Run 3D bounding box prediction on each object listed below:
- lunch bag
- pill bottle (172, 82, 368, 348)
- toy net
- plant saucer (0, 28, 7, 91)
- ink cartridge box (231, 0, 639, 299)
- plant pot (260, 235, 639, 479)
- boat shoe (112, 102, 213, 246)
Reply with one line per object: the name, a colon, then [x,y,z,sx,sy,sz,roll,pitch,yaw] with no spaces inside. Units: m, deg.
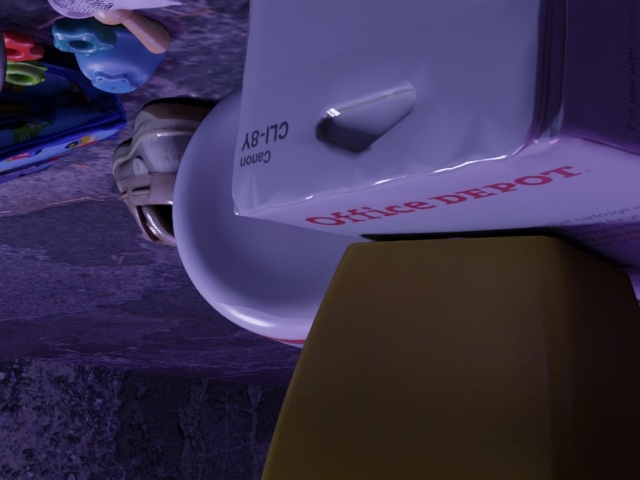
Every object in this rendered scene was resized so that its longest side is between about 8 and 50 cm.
lunch bag: [-0.303,-0.089,1.017,0.293,0.138,0.221,-7,176,-27]
pill bottle: [0.046,0.001,1.092,0.210,0.210,0.363,-2,168,22]
toy net: [-0.152,-0.149,0.828,0.122,0.045,0.232,7,166,-11]
plant saucer: [-0.363,-0.153,0.670,0.400,0.101,0.400,2,163,1]
ink cartridge box: [0.179,-0.075,0.805,0.384,0.161,0.279,11,167,-36]
plant pot: [0.103,0.101,0.822,0.212,0.187,0.212,-2,169,32]
boat shoe: [-0.139,-0.040,1.202,0.109,0.098,0.302,5,168,-11]
